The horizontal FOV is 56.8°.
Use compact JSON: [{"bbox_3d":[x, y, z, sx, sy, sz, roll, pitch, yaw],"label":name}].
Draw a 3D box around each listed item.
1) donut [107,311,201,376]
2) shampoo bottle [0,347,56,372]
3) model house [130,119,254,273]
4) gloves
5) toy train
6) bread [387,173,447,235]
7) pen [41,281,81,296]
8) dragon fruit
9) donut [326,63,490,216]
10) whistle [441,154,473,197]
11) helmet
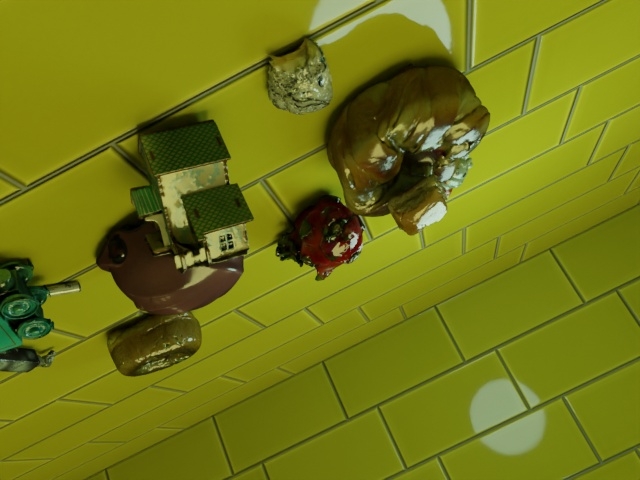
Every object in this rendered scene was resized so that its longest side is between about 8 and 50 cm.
[{"bbox_3d":[-0.472,0.298,1.714,0.261,0.128,0.208,-22,158,-5],"label":"donut"},{"bbox_3d":[-0.764,0.300,1.500,0.063,0.057,0.207,-37,158,8],"label":"shampoo bottle"},{"bbox_3d":[-0.239,-0.096,1.025,0.178,0.271,0.207,-13,120,-19],"label":"model house"},{"bbox_3d":[-0.034,-0.264,1.008,0.114,0.070,0.153,-25,160,-2],"label":"gloves"},{"bbox_3d":[-0.633,0.134,1.173,0.162,0.112,0.203,-18,144,-15],"label":"toy train"},{"bbox_3d":[0.208,-0.070,1.238,0.125,0.082,0.106,-31,161,12],"label":"bread"},{"bbox_3d":[-0.628,0.117,1.282,0.204,0.025,0.025,-8,152,-34],"label":"pen"},{"bbox_3d":[-0.013,0.001,1.497,0.269,0.199,0.200,-17,172,17],"label":"dragon fruit"},{"bbox_3d":[0.177,-0.200,1.251,0.360,0.170,0.360,-21,155,-10],"label":"donut"},{"bbox_3d":[0.310,-0.152,1.592,0.101,0.106,0.253,32,132,-15],"label":"whistle"},{"bbox_3d":[-0.305,0.058,1.277,0.338,0.197,0.271,-33,159,16],"label":"helmet"}]
